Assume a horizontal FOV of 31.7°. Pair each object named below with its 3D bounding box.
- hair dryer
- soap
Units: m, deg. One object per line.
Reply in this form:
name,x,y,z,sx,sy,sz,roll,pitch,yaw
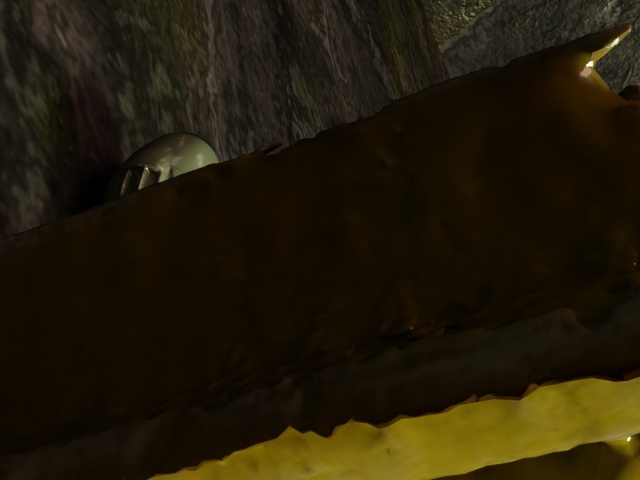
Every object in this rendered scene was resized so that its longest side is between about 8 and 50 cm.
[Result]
hair dryer,-0.093,0.050,0.648,0.167,0.068,0.199,-51,137,-61
soap,0.038,0.098,0.466,0.304,0.339,0.169,52,27,-49
